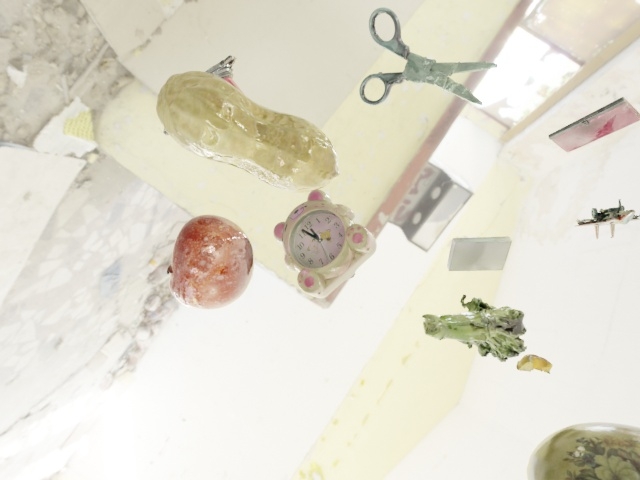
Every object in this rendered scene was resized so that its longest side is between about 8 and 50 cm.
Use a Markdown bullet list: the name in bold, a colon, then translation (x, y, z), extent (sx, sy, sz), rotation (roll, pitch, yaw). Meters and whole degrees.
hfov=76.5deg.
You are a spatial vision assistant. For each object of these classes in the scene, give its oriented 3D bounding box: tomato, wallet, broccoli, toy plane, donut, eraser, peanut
- **tomato**: translation (-0.300, 0.065, 1.140), extent (0.270, 0.226, 0.271), rotation (-165, -90, -78)
- **wallet**: translation (0.892, -0.369, 1.327), extent (0.232, 0.119, 0.025), rotation (-29, -136, 53)
- **broccoli**: translation (0.358, 0.214, 0.980), extent (0.165, 0.303, 0.146), rotation (17, -86, 57)
- **toy plane**: translation (1.056, -0.086, 1.459), extent (0.326, 0.222, 0.105), rotation (36, 50, -68)
- **donut**: translation (0.569, 0.329, 1.074), extent (0.067, 0.083, 0.038), rotation (-30, 137, -54)
- **eraser**: translation (0.422, 0.038, 1.084), extent (0.023, 0.150, 0.104), rotation (-89, 178, -53)
- **peanut**: translation (-0.099, -0.148, 0.558), extent (0.125, 0.274, 0.111), rotation (-83, -165, -85)

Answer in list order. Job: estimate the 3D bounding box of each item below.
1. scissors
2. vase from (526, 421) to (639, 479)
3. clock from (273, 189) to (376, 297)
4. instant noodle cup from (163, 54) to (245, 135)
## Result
- **scissors**: translation (0.269, -0.455, 1.071), extent (0.029, 0.383, 0.256), rotation (-28, 134, -41)
- **vase**: translation (0.465, 0.383, 0.510), extent (0.302, 0.241, 0.329), rotation (-28, -147, 18)
- **clock**: translation (0.000, 0.000, 1.327), extent (0.284, 0.309, 0.114), rotation (-44, 150, 8)
- **instant noodle cup**: translation (-0.293, -0.356, 1.182), extent (0.302, 0.181, 0.258), rotation (-39, -167, 27)
